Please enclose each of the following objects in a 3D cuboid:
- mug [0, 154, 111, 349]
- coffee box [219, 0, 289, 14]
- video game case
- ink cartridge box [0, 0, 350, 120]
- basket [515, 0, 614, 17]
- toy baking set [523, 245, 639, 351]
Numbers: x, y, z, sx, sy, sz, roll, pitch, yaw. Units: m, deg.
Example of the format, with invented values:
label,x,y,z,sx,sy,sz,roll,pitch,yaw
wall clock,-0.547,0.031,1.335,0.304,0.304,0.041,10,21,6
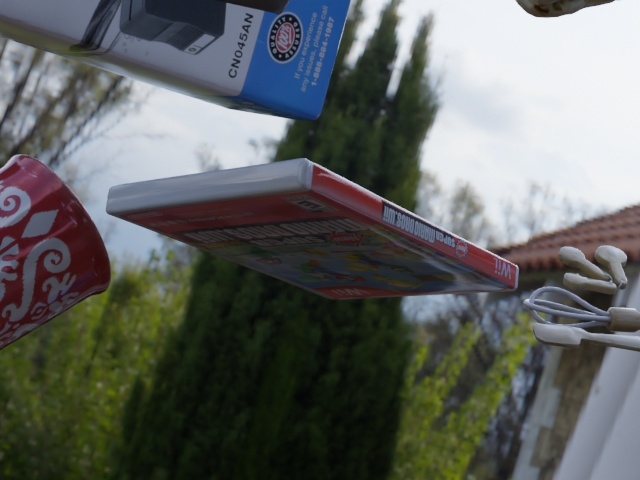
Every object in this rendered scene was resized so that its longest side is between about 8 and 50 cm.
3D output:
label,x,y,z,sx,sy,sz,roll,pitch,yaw
mug,-0.243,0.043,0.828,0.113,0.169,0.150,41,-33,18
coffee box,-0.095,-0.200,0.604,0.141,0.098,0.246,42,20,18
video game case,0.000,0.000,0.977,0.204,0.025,0.285,-5,-19,39
ink cartridge box,-0.160,-0.292,1.051,0.394,0.286,0.166,14,2,-37
basket,0.167,-0.311,0.520,0.331,0.328,0.266,-17,-38,-13
toy baking set,0.325,0.079,1.299,0.196,0.030,0.256,22,33,19
